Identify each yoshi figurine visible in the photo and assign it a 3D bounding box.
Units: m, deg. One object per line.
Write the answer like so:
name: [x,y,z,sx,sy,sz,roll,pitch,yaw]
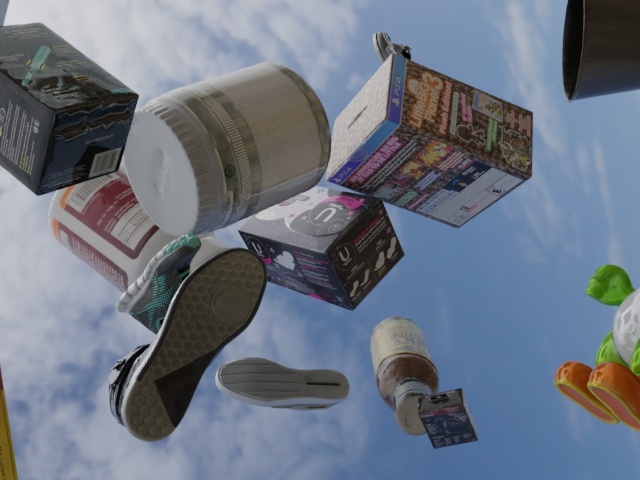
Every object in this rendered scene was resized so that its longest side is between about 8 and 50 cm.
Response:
yoshi figurine: [0.433,0.049,1.052,0.362,0.203,0.203,-50,-39,-10]

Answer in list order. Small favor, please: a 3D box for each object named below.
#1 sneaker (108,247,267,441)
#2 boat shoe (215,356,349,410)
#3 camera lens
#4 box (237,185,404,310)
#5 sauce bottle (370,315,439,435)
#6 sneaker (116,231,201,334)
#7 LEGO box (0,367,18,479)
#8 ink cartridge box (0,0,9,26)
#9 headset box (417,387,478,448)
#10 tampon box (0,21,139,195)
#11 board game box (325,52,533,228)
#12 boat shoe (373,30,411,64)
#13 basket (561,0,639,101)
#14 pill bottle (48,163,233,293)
sneaker: [-0.152,0.110,0.912,0.086,0.163,0.226,38,-110,-10]
boat shoe: [-0.086,0.331,1.818,0.302,0.094,0.109,10,-132,-16]
camera lens: [-0.137,-0.144,1.281,0.274,0.219,0.219,-27,-84,-37]
box: [0.000,0.000,1.525,0.163,0.247,0.142,-45,-52,-26]
sauce bottle: [0.150,0.233,1.442,0.111,0.111,0.344,61,-175,-13]
sneaker: [-0.180,0.056,1.011,0.076,0.166,0.065,44,-141,1]
LEGO box: [-0.592,0.429,1.132,0.193,0.372,0.500,-3,-99,-58]
ink cartridge box: [-0.466,-0.297,0.941,0.171,0.168,0.233,103,171,-66]
headset box: [0.166,0.232,1.091,0.032,0.062,0.083,-84,-27,-54]
tampon box: [-0.296,-0.142,0.870,0.161,0.101,0.120,37,-147,18]
board game box: [0.193,-0.167,1.484,0.291,0.232,0.141,19,-119,-19]
boat shoe: [0.159,-0.345,1.614,0.075,0.065,0.206,42,-156,-46]
basket: [0.499,-0.309,1.263,0.204,0.226,0.154,83,-171,-46]
pill bottle: [-0.362,0.007,1.732,0.392,0.224,0.224,33,-161,27]
